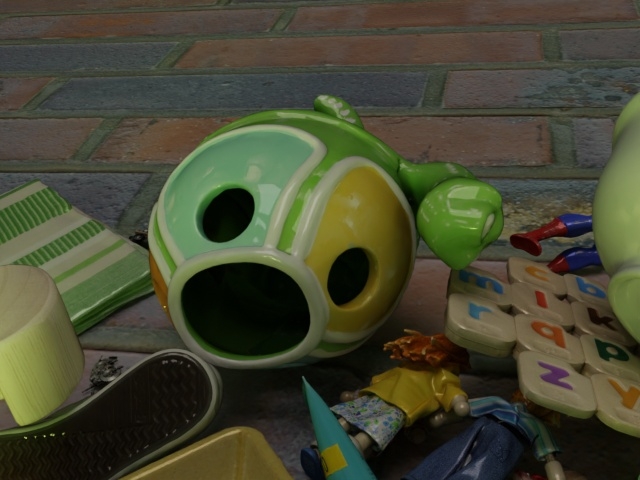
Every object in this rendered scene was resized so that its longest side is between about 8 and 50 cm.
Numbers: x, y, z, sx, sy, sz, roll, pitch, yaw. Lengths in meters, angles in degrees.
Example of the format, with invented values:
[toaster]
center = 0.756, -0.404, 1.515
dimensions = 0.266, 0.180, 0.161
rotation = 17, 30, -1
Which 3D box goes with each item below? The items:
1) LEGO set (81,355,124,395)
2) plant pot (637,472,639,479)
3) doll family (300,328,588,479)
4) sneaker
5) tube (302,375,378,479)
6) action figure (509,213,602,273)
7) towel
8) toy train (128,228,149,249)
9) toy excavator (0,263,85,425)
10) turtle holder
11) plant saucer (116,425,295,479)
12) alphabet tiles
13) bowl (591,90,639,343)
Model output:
[LEGO set]
center = -0.228, 0.133, 0.822
dimensions = 0.083, 0.023, 0.054
rotation = -7, 33, -1
[plant pot]
center = 0.322, 0.202, 0.499
dimensions = 0.234, 0.166, 0.165
rotation = -17, 34, -30
[doll family]
center = 0.110, 0.151, 0.646
dimensions = 0.163, 0.118, 0.263
rotation = -31, 40, -33
[sneaker]
center = -0.208, 0.192, 0.691
dimensions = 0.290, 0.123, 0.106
rotation = -26, 77, -3
[tube]
center = 0.035, 0.194, 0.564
dimensions = 0.052, 0.080, 0.207
rotation = -22, 67, -14
[action figure]
center = 0.357, -0.004, 0.866
dimensions = 0.280, 0.092, 0.139
rotation = -22, 29, -21
[towel]
center = -0.370, 0.035, 0.989
dimensions = 0.247, 0.038, 0.324
rotation = -33, 43, -32
[toy train]
center = -0.166, 0.007, 0.999
dimensions = 0.158, 0.027, 0.036
rotation = 10, 33, 23
[toy excavator]
center = -0.473, 0.130, 0.667
dimensions = 0.445, 0.222, 0.433
rotation = 19, 42, 39
[turtle holder]
center = -0.008, 0.015, 0.766
dimensions = 0.320, 0.243, 0.227
rotation = 13, 29, 6
[plant saucer]
center = -0.114, 0.302, 0.494
dimensions = 0.332, 0.081, 0.332
rotation = -22, 37, -22
[alphabet tiles]
center = 0.243, 0.093, 0.696
dimensions = 0.284, 0.021, 0.278
rotation = 17, 22, 3
[bowl]
center = 0.318, 0.027, 0.619
dimensions = 0.134, 0.298, 0.297
rotation = -47, 46, -14
